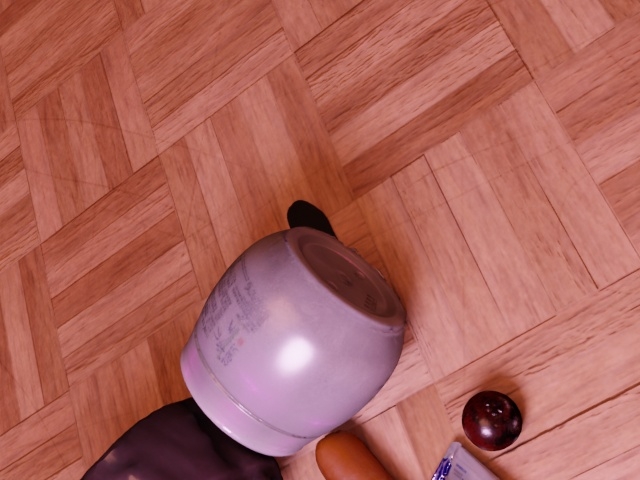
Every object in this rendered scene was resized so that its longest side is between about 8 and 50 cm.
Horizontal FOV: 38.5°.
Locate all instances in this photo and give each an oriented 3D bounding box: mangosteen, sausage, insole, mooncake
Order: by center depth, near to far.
[{"bbox_3d":[0.226,0.240,1.209,0.081,0.081,0.081,-12,67,30],"label":"mangosteen"},{"bbox_3d":[-0.226,0.427,1.264,0.212,0.350,0.381,33,117,27],"label":"mooncake"},{"bbox_3d":[0.067,0.347,1.275,0.076,0.076,0.197,-51,55,8],"label":"sausage"},{"bbox_3d":[0.000,0.000,1.485,0.064,0.004,0.188,-45,55,13],"label":"insole"}]

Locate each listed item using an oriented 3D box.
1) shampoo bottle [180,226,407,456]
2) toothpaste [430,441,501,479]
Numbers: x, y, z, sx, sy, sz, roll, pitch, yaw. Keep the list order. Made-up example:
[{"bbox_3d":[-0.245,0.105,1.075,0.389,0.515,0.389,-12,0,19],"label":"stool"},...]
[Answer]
[{"bbox_3d":[-0.038,0.141,1.294,0.266,0.273,0.273,-51,53,21],"label":"shampoo bottle"},{"bbox_3d":[0.260,0.376,1.144,0.323,0.066,0.100,32,97,42],"label":"toothpaste"}]
